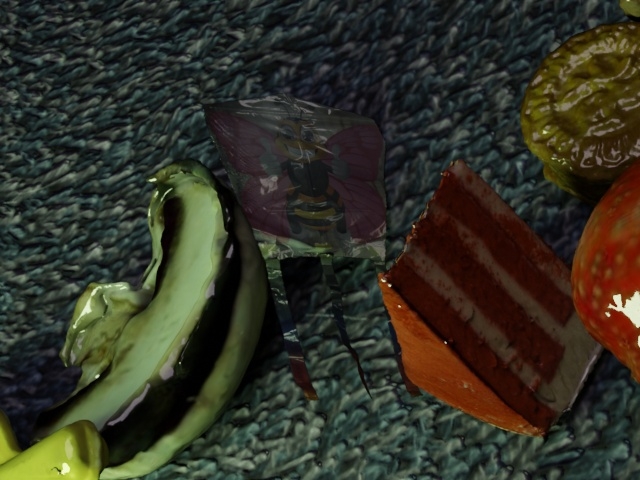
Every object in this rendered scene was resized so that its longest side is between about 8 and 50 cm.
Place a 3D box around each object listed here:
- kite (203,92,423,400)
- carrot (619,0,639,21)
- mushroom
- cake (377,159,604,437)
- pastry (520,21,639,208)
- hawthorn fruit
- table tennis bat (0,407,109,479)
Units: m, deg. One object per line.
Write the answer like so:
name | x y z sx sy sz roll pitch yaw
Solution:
kite | -0.001 0.002 1.904 0.022 0.204 0.360 125 141 -49
carrot | 0.447 -0.296 1.782 0.341 0.224 0.224 5 65 31
mushroom | -0.162 0.095 1.945 0.247 0.130 0.344 -8 54 48
cake | 0.121 0.041 1.747 0.160 0.262 0.158 9 62 51
pastry | 0.286 -0.119 1.837 0.189 0.103 0.188 -14 55 21
hawthorn fruit | 0.379 0.012 1.566 0.330 0.287 0.287 -46 48 21
table tennis bat | -0.325 0.249 1.891 0.369 0.054 0.224 -25 65 46
